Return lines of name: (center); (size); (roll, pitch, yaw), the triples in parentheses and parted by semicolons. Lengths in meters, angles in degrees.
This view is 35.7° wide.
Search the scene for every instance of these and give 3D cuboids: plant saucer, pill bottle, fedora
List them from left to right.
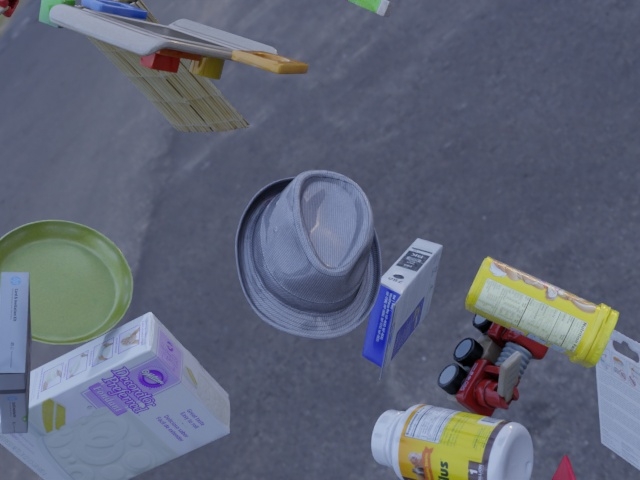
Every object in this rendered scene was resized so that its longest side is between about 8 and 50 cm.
plant saucer: (-0.431, 0.074, 1.633); (0.241, 0.241, 0.037); (-63, 1, -40)
fedora: (0.000, 0.000, 1.519); (0.124, 0.243, 0.275); (126, 157, -54)
pill bottle: (0.183, 0.299, 1.410); (0.215, 0.117, 0.117); (5, 49, 38)

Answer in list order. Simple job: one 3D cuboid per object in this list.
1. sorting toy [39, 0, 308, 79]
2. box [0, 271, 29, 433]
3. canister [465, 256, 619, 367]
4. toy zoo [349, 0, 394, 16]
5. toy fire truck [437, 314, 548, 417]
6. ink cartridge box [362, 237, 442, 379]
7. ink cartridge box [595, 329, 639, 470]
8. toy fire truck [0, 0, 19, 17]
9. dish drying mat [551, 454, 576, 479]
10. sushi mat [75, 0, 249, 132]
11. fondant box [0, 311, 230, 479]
sorting toy: (-0.173, -0.215, 1.108); (0.347, 0.196, 0.047); (24, 110, 35)
box: (-0.400, 0.150, 1.303); (0.186, 0.038, 0.145); (113, 154, -53)
canister: (0.267, 0.087, 1.223); (0.073, 0.170, 0.126); (-64, -11, -5)
toy zoo: (-0.007, -0.482, 1.837); (0.192, 0.293, 0.030); (-63, -4, -77)
toy fire truck: (0.351, 0.224, 1.876); (0.217, 0.158, 0.246); (-56, 20, -15)
ink cartridge box: (0.153, 0.124, 1.927); (0.065, 0.165, 0.332); (17, 23, 16)
ink cartridge box: (0.494, 0.244, 1.533); (0.056, 0.225, 0.181); (-11, 16, -15)
toy fire truck: (-0.633, -0.390, 1.727); (0.192, 0.135, 0.047); (-58, -11, -23)
dish drying mat: (0.226, 0.226, 0.916); (0.083, 0.008, 0.032); (-45, -21, -79)
sushi mat: (-0.243, -0.259, 1.519); (0.151, 0.316, 0.019); (1, 63, 30)
fondant box: (-0.353, 0.289, 1.675); (0.330, 0.238, 0.096); (-27, 36, 13)
